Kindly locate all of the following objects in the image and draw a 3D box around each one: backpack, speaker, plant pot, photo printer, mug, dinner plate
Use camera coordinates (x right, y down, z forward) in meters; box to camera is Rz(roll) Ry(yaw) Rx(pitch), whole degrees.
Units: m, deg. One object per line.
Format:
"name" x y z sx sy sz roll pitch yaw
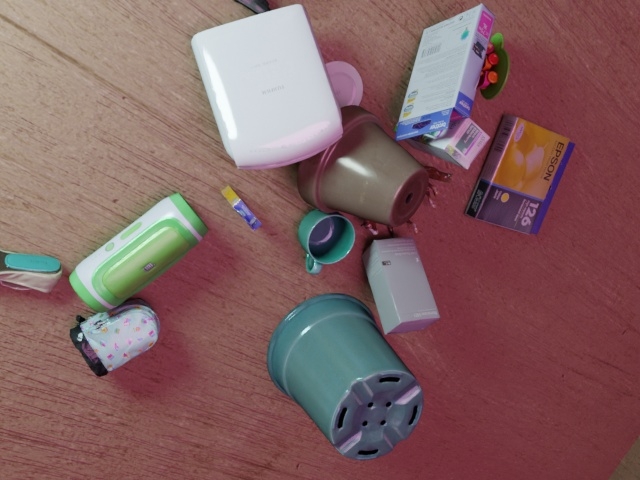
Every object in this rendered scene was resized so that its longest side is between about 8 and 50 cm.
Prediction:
"backpack" -0.459 0.218 1.330 0.182 0.115 0.152 -30 116 -14
"speaker" -0.397 0.027 1.279 0.296 0.131 0.131 -39 120 -6
"plant pot" 0.114 -0.148 1.325 0.263 0.229 0.263 -37 145 -31
"plant pot" 0.074 0.361 1.498 0.341 0.334 0.341 -9 113 -21
"photo printer" -0.103 -0.307 1.204 0.256 0.107 0.307 -17 85 -5
"mug" -0.001 -0.009 1.459 0.158 0.097 0.129 -39 120 -6
"dinner plate" 0.041 -0.359 1.393 0.141 0.017 0.141 -8 113 -20

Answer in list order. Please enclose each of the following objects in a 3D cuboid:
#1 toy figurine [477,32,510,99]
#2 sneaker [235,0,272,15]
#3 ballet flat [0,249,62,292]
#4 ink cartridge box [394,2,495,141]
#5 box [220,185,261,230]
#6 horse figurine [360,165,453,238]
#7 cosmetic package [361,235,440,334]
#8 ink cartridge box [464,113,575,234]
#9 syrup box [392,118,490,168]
"toy figurine" 0.375 -0.456 1.462 0.159 0.130 0.173 7 85 -16
"sneaker" -0.144 -0.537 1.220 0.170 0.051 0.089 25 101 -25
"ballet flat" -0.672 0.058 1.199 0.248 0.086 0.086 18 101 -29
"ink cartridge box" 0.284 -0.373 1.342 0.065 0.186 0.311 26 75 -31
"box" -0.181 -0.074 1.330 0.028 0.136 0.081 -42 121 -5
"horse figurine" 0.231 -0.106 1.547 0.174 0.066 0.263 37 94 -36
"cosmetic package" 0.208 0.119 1.524 0.127 0.238 0.107 -6 152 -24
"ink cartridge box" 0.603 -0.176 1.686 0.307 0.072 0.303 13 103 -26
"syrup box" 0.290 -0.261 1.413 0.096 0.237 0.093 32 95 -30
